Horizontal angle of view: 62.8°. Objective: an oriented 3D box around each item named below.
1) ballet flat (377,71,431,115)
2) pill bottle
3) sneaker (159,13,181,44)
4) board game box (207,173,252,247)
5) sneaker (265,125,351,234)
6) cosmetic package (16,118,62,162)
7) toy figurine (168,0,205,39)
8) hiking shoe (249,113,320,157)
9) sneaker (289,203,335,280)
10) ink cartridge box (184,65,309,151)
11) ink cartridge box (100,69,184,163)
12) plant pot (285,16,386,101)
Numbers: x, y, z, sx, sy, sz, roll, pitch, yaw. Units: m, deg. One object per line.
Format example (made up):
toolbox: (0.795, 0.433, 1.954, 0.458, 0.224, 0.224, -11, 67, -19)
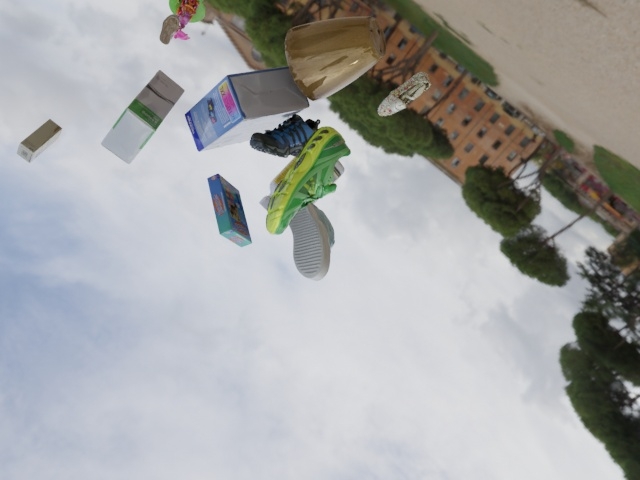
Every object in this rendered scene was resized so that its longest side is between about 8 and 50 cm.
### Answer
ballet flat: (0.332, -0.568, 2.066, 0.091, 0.241, 0.077, 35, -161, -50)
pill bottle: (-0.080, -0.222, 2.080, 0.188, 0.334, 0.188, 44, 179, 1)
sneaker: (-0.416, -0.611, 1.478, 0.042, 0.118, 0.067, 32, -121, -21)
board game box: (-0.301, -0.097, 1.746, 0.160, 0.047, 0.210, 44, -153, -66)
sneaker: (-0.027, -0.128, 1.256, 0.123, 0.295, 0.109, 33, -177, -22)
cosmetic package: (-0.743, -0.264, 1.390, 0.041, 0.060, 0.115, 40, -129, -16)
toy figurine: (-0.466, -0.773, 1.815, 0.130, 0.173, 0.159, 22, -124, -29)
hiking shoe: (-0.109, -0.325, 1.606, 0.113, 0.132, 0.304, 19, -165, 26)
sneaker: (0.000, 0.000, 1.646, 0.150, 0.135, 0.366, 29, -150, -30)
ink cartridge box: (-0.268, -0.424, 1.758, 0.270, 0.395, 0.151, -22, -87, -38)
ink cartridge box: (-0.625, -0.443, 1.868, 0.121, 0.211, 0.289, 37, -140, -21)
plant pot: (0.063, -0.577, 1.605, 0.237, 0.254, 0.237, 27, -122, -55)
